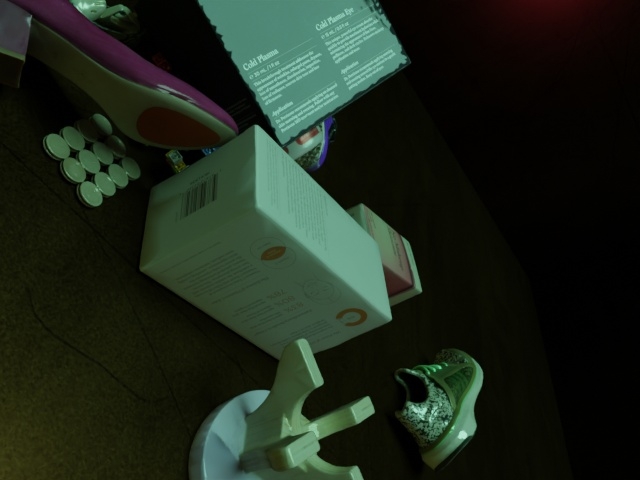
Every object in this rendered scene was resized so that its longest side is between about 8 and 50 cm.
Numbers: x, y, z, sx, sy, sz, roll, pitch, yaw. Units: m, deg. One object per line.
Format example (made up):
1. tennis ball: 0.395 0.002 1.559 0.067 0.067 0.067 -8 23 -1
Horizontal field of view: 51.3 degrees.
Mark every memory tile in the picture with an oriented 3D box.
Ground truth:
1. memory tile: -0.316 -0.115 0.933 0.113 0.012 0.148 58 25 -14

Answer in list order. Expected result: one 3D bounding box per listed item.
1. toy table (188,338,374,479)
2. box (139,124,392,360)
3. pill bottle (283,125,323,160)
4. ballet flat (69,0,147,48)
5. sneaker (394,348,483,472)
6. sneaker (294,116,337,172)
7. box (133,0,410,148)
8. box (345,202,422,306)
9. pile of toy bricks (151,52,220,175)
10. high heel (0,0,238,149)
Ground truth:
1. toy table: -0.040 0.279 0.929 0.252 0.161 0.274 63 25 -2
2. box: -0.074 0.024 1.039 0.345 0.215 0.168 43 31 -41
3. pill bottle: -0.130 -0.280 1.294 0.283 0.161 0.161 59 24 -13
4. ballet flat: -0.346 -0.358 1.050 0.188 0.070 0.070 0 67 -64
5. sneaker: 0.260 0.333 1.535 0.182 0.158 0.410 43 21 -4
6. sneaker: -0.008 -0.263 1.601 0.146 0.102 0.293 40 34 -45
7. box: -0.071 -0.349 1.136 0.343 0.179 0.312 -38 106 -32
8. box: 0.113 0.043 1.514 0.232 0.127 0.148 34 38 -49
9. pile of toy bricks: -0.240 -0.189 1.080 0.212 0.118 0.105 53 -15 1
10. high heel: -0.277 -0.254 0.908 0.377 0.127 0.181 20 55 -33
